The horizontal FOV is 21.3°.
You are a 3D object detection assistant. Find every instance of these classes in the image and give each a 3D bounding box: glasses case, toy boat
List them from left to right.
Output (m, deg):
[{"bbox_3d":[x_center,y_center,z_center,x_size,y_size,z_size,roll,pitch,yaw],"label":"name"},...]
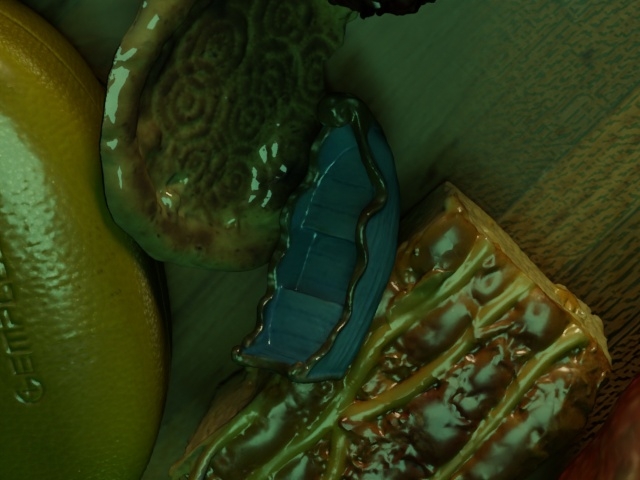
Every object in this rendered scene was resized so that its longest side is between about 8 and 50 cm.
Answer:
[{"bbox_3d":[-0.196,0.019,1.118,0.173,0.141,0.371,-11,113,4],"label":"glasses case"},{"bbox_3d":[0.000,0.000,1.083,0.077,0.075,0.185,27,82,-51],"label":"toy boat"}]

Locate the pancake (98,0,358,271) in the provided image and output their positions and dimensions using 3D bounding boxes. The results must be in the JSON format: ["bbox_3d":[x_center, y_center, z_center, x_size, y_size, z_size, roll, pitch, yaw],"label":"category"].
[{"bbox_3d":[-0.050,-0.086,1.078,0.212,0.029,0.235,-25,124,-32],"label":"pancake"}]

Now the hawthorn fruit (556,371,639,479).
[{"bbox_3d":[0.330,0.250,1.068,0.402,0.403,0.403,0,113,0],"label":"hawthorn fruit"}]

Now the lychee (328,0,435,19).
[{"bbox_3d":[0.051,-0.220,1.001,0.188,0.188,0.188,0,113,0],"label":"lychee"}]

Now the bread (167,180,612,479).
[{"bbox_3d":[0.053,0.113,1.173,0.185,0.114,0.274,43,105,-16],"label":"bread"}]
